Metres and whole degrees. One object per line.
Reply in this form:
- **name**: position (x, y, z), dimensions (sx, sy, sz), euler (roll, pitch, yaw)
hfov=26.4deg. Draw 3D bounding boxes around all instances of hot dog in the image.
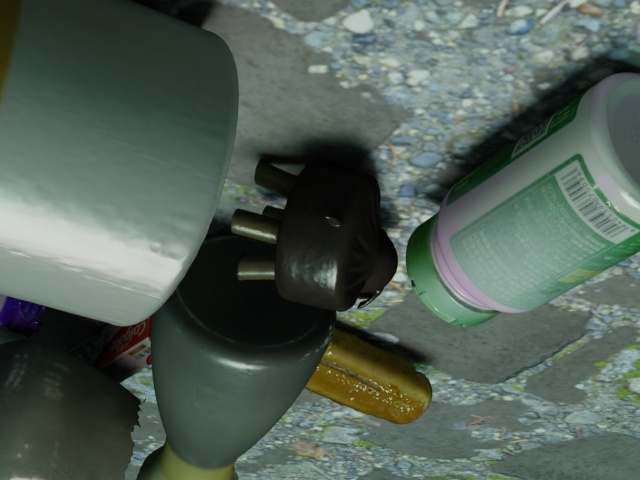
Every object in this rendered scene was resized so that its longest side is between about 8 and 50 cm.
- **hot dog**: position (0.006, 0.127, 1.496), dimensions (0.286, 0.061, 0.088), euler (31, 126, -33)

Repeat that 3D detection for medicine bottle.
- **medicine bottle**: position (0.188, -0.021, 1.144), dimensions (0.133, 0.133, 0.274), euler (20, 147, -27)
- **medicine bottle**: position (-0.210, -0.076, 0.982), dimensions (0.232, 0.238, 0.238), euler (19, 147, -27)

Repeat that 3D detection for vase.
- **vase**: position (-0.104, 0.161, 1.367), dimensions (0.173, 0.173, 0.321), euler (10, 130, -11)

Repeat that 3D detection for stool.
- **stool**: position (0.000, 0.000, 1.227), dimensions (0.121, 0.125, 0.217), euler (11, 171, 16)

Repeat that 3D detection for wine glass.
- **wine glass**: position (-0.362, 0.205, 1.455), dimensions (0.323, 0.238, 0.238), euler (20, 148, -12)

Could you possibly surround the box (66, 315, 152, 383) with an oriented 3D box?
- **box**: position (-0.230, 0.126, 1.534), dimensions (0.039, 0.055, 0.218), euler (20, 148, -31)

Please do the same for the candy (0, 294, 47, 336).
- **candy**: position (-0.392, 0.025, 1.358), dimensions (0.275, 0.070, 0.145), euler (21, 140, -21)
